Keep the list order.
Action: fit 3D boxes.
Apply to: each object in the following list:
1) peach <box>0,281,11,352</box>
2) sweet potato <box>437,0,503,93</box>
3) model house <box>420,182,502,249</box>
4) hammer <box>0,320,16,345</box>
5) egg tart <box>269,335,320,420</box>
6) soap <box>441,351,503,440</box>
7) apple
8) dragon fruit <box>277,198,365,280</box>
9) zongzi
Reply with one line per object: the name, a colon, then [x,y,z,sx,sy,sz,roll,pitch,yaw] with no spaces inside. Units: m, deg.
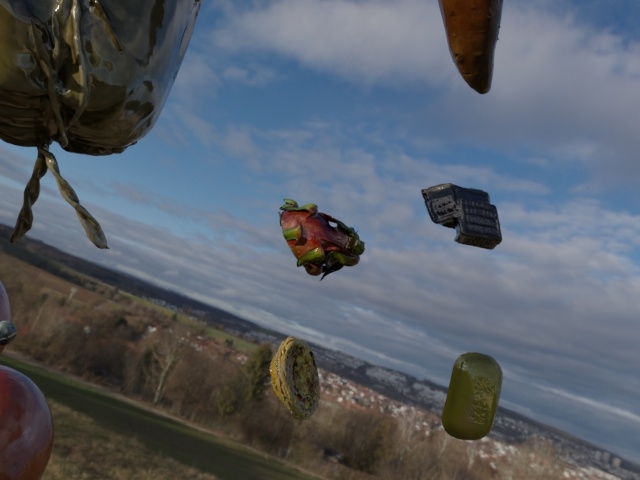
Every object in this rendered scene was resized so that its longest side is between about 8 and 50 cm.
peach: [-0.969,0.176,1.242,0.389,0.387,0.388,19,-11,4]
sweet potato: [0.204,-0.376,0.658,0.112,0.112,0.358,16,-55,19]
model house: [0.279,-0.037,1.002,0.166,0.106,0.152,9,29,2]
hammer: [-0.485,0.033,0.570,0.287,0.033,0.111,48,15,-7]
egg tart: [-0.044,0.210,0.775,0.050,0.128,0.129,-16,-26,21]
soap: [0.242,0.248,0.807,0.089,0.140,0.045,15,-5,-9]
apple: [-0.464,0.267,0.653,0.219,0.218,0.201,22,21,-11]
dragon fruit: [0.000,0.000,0.919,0.175,0.142,0.138,3,23,16]
zongzi: [-0.123,-0.273,0.518,0.468,0.499,0.218,-13,-14,-27]
